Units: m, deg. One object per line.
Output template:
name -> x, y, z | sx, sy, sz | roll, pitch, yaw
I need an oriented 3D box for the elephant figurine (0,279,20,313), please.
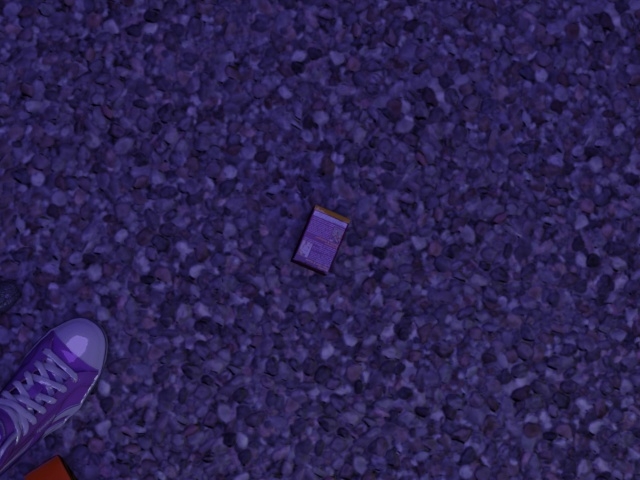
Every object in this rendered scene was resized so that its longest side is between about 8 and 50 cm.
elephant figurine -> -0.512, 0.140, 1.765 | 0.239, 0.169, 0.186 | -4, 81, -3

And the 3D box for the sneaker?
sneaker -> -0.376, 0.214, 1.781 | 0.102, 0.161, 0.282 | 39, 80, -1

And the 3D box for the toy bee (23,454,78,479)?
toy bee -> -0.291, 0.432, 1.796 | 0.195, 0.162, 0.298 | -12, 62, 1

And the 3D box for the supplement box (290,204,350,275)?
supplement box -> 0.000, 0.000, 1.899 | 0.055, 0.043, 0.083 | 24, 83, -4
